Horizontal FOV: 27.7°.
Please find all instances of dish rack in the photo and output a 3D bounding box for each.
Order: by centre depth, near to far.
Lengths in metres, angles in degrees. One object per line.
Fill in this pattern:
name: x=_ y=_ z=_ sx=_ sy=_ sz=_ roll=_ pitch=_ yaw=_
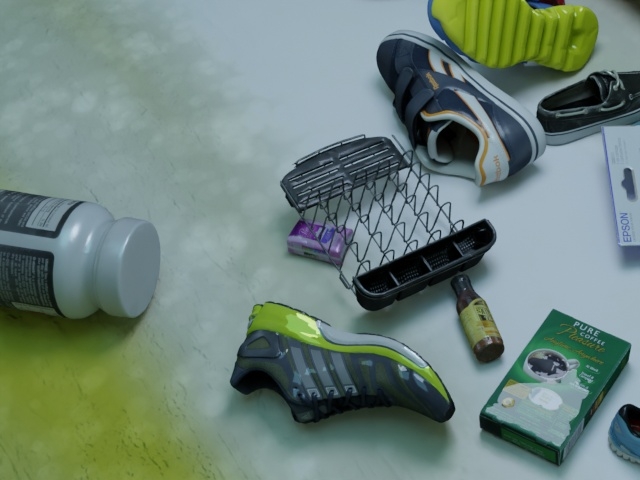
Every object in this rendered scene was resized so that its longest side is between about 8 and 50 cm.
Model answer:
dish rack: x=0.080 y=-0.041 z=1.753 sx=0.208 sy=0.074 sz=0.271 roll=-23 pitch=60 yaw=-21

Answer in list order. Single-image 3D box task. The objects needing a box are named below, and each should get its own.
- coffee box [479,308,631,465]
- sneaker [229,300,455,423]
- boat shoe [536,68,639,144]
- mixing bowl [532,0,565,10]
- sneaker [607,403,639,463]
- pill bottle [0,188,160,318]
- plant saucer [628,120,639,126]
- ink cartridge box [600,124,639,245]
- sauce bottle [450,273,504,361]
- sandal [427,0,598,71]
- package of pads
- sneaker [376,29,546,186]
coffee box: x=0.287 y=0.176 z=1.577 sx=0.113 sy=0.040 sz=0.184 roll=23 pitch=56 yaw=26
sneaker: x=0.023 y=0.177 z=1.593 sx=0.300 sy=0.111 sz=0.121 roll=15 pitch=62 yaw=28
boat shoe: x=0.413 y=-0.207 z=1.882 sx=0.219 sy=0.070 sz=0.077 roll=-23 pitch=49 yaw=-11
mixing bowl: x=0.308 y=-0.431 z=2.054 sx=0.098 sy=0.181 sz=0.181 roll=-22 pitch=44 yaw=20
sneaker: x=0.402 y=0.238 z=1.479 sx=0.162 sy=0.073 sz=0.063 roll=24 pitch=56 yaw=28
pill bottle: x=-0.368 y=0.020 z=1.748 sx=0.279 sy=0.162 sz=0.162 roll=9 pitch=50 yaw=16
plant saucer: x=0.479 y=-0.138 z=1.841 sx=0.119 sy=0.021 sz=0.119 roll=-4 pitch=48 yaw=5
ink cartridge box: x=0.490 y=-0.070 z=1.748 sx=0.208 sy=0.045 sz=0.206 roll=-2 pitch=56 yaw=5
sauce bottle: x=0.197 y=0.096 z=1.663 sx=0.042 sy=0.042 sz=0.128 roll=-16 pitch=49 yaw=-5
sandal: x=0.264 y=-0.318 z=1.922 sx=0.317 sy=0.126 sz=0.138 roll=8 pitch=13 yaw=-43
package of pads: x=0.000 y=0.000 z=1.791 sx=0.083 sy=0.032 sz=0.050 roll=14 pitch=49 yaw=21
sneaker: x=0.167 y=-0.193 z=1.874 sx=0.127 sy=0.126 sz=0.321 roll=-33 pitch=51 yaw=-23
